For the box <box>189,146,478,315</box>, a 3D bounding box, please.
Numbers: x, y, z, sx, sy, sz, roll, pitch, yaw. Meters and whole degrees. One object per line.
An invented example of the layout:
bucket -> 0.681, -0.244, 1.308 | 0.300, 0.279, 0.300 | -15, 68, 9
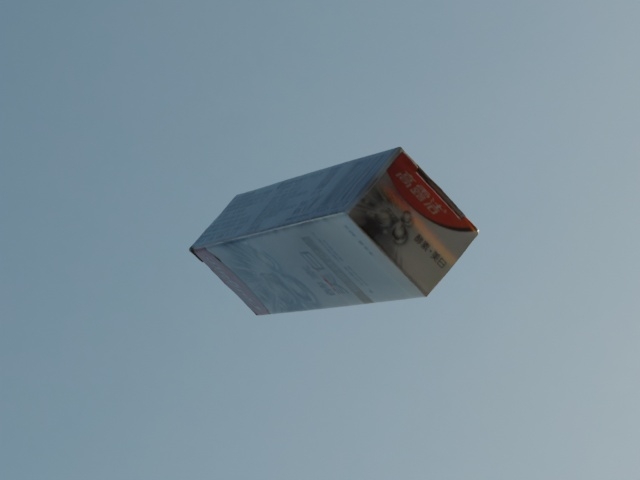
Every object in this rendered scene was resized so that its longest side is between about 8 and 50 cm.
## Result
box -> 0.000, 0.000, 0.876 | 0.039, 0.055, 0.218 | -49, 12, -18
